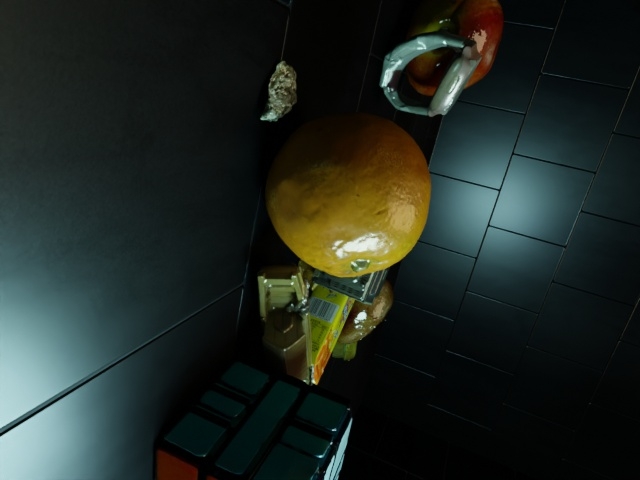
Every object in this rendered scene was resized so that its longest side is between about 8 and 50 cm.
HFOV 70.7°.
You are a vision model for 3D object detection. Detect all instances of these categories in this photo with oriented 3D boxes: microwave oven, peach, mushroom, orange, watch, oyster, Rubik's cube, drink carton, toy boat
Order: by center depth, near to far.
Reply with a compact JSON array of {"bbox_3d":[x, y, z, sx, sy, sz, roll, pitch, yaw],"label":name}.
[{"bbox_3d":[-0.064,-0.247,0.754,0.098,0.037,0.100,-26,131,-68],"label":"oyster"},{"bbox_3d":[0.053,-0.081,0.841,0.312,0.312,0.312,18,90,-73],"label":"orange"},{"bbox_3d":[-0.121,0.447,0.874,0.288,0.284,0.293,-41,146,-58],"label":"Rubik's cube"},{"bbox_3d":[-0.084,0.213,0.998,0.162,0.136,0.445,-91,-179,-48],"label":"toy boat"},{"bbox_3d":[0.087,0.035,1.092,0.204,0.163,0.129,-69,160,-4],"label":"microwave oven"},{"bbox_3d":[0.305,-0.493,1.317,0.162,0.241,0.253,-46,166,-49],"label":"watch"},{"bbox_3d":[0.010,0.241,1.377,0.154,0.111,0.351,88,25,-51],"label":"drink carton"},{"bbox_3d":[0.429,-0.643,1.476,0.372,0.290,0.372,-48,152,-36],"label":"peach"},{"bbox_3d":[0.142,0.247,1.617,0.297,0.163,0.278,-44,-168,33],"label":"mushroom"}]

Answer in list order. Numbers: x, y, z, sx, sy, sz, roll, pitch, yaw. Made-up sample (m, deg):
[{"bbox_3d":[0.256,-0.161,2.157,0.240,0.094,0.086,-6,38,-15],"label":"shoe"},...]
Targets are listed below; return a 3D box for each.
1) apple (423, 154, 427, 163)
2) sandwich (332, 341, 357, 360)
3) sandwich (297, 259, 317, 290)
[{"bbox_3d":[0.295,-0.259,1.652,0.188,0.174,0.188,17,90,-71],"label":"apple"},{"bbox_3d":[0.090,0.375,1.802,0.159,0.109,0.184,-94,-173,-46],"label":"sandwich"},{"bbox_3d":[0.000,0.000,1.170,0.186,0.065,0.214,-50,152,-53],"label":"sandwich"}]
